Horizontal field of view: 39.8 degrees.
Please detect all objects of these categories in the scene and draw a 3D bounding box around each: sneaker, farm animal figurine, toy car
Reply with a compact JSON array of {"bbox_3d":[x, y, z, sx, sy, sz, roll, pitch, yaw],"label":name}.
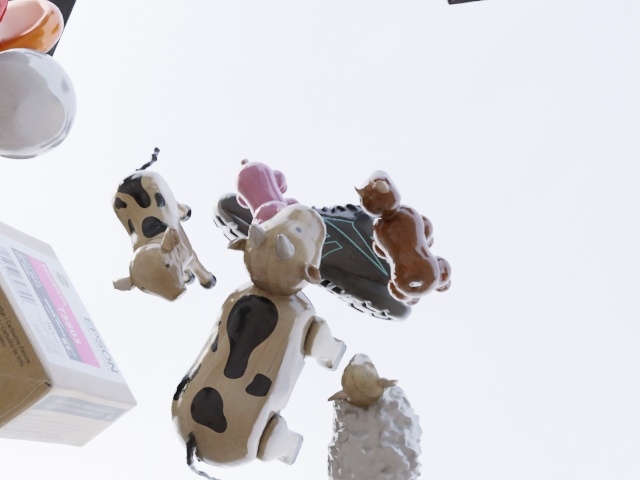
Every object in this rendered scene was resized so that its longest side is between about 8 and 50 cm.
[{"bbox_3d":[0.000,0.000,1.034,0.267,0.101,0.106,27,-102,-18],"label":"sneaker"},{"bbox_3d":[-0.061,0.052,0.783,0.330,0.172,0.327,2,-110,20],"label":"farm animal figurine"},{"bbox_3d":[-0.254,-0.132,0.582,0.159,0.182,0.136,31,-61,39],"label":"toy car"}]

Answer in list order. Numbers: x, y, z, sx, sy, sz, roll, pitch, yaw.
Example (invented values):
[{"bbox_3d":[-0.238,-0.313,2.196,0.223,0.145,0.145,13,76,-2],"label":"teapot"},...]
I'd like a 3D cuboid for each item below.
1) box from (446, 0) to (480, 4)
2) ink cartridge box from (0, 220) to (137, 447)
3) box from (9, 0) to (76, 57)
[{"bbox_3d":[0.269,-0.369,0.965,0.270,0.165,0.143,-1,-54,26],"label":"box"},{"bbox_3d":[-0.313,0.091,0.924,0.088,0.193,0.235,-36,-109,3],"label":"ink cartridge box"},{"bbox_3d":[-0.366,-0.297,0.991,0.184,0.045,0.191,25,-114,-22],"label":"box"}]
